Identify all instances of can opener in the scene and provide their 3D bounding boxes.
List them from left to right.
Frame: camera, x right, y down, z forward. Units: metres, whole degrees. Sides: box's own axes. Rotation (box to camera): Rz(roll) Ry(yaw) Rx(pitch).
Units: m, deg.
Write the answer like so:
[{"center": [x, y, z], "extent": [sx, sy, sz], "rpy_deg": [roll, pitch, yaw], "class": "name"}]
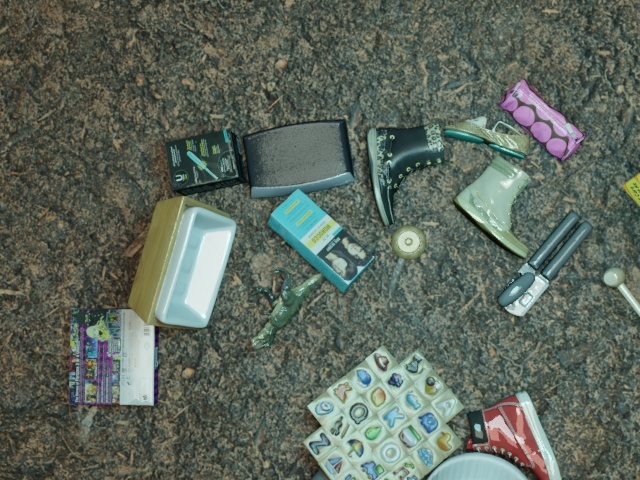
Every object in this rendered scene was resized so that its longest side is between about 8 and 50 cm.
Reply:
[{"center": [0.512, 0.056, 1.890], "extent": [0.074, 0.093, 0.280], "rpy_deg": [41, 86, 8], "class": "can opener"}]

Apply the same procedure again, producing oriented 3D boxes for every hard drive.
[{"center": [-0.054, -0.198, 1.976], "extent": [0.255, 0.054, 0.172], "rpy_deg": [-9, 85, 5], "class": "hard drive"}]

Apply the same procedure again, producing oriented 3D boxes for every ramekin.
[{"center": [0.341, 0.614, 1.807], "extent": [0.273, 0.127, 0.272], "rpy_deg": [3, 99, 16], "class": "ramekin"}]

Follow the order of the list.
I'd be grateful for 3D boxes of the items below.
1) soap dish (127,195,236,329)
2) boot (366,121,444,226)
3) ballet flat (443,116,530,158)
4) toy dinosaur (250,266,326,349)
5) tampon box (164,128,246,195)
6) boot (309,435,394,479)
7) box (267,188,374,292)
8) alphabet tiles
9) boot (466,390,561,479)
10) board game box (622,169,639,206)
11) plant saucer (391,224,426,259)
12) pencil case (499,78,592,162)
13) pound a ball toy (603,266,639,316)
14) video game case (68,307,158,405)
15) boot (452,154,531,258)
[{"center": [-0.317, 0.054, 1.906], "extent": [0.118, 0.229, 0.290], "rpy_deg": [14, 87, 23], "class": "soap dish"}, {"center": [0.204, -0.159, 1.935], "extent": [0.179, 0.085, 0.236], "rpy_deg": [-8, 84, 2], "class": "boot"}, {"center": [0.390, -0.250, 1.933], "extent": [0.206, 0.073, 0.067], "rpy_deg": [18, 88, -3], "class": "ballet flat"}, {"center": [-0.087, 0.131, 1.954], "extent": [0.118, 0.064, 0.268], "rpy_deg": [44, 87, -2], "class": "toy dinosaur"}, {"center": [-0.271, -0.184, 1.972], "extent": [0.161, 0.101, 0.120], "rpy_deg": [-11, 84, 5], "class": "tampon box"}, {"center": [0.130, 0.589, 1.876], "extent": [0.338, 0.118, 0.222], "rpy_deg": [30, 80, 0], "class": "boot"}, {"center": [0.000, 0.000, 1.936], "extent": [0.244, 0.060, 0.100], "rpy_deg": [42, 66, 7], "class": "box"}, {"center": [0.145, 0.417, 1.883], "extent": [0.342, 0.011, 0.285], "rpy_deg": [-37, 77, -13], "class": "alphabet tiles"}, {"center": [0.430, 0.483, 1.867], "extent": [0.176, 0.088, 0.244], "rpy_deg": [-24, 77, 5], "class": "boot"}, {"center": [0.923, -0.136, 1.664], "extent": [0.356, 0.356, 0.356], "rpy_deg": [-35, 82, -30], "class": "board game box"}, {"center": [0.208, 0.004, 1.956], "extent": [0.083, 0.015, 0.083], "rpy_deg": [0, 86, 5], "class": "plant saucer"}, {"center": [0.511, -0.280, 1.907], "extent": [0.209, 0.098, 0.095], "rpy_deg": [42, 91, 8], "class": "pencil case"}, {"center": [0.813, 0.136, 1.848], "extent": [0.208, 0.136, 0.319], "rpy_deg": [-41, 82, 27], "class": "pound a ball toy"}, {"center": [-0.494, 0.277, 1.988], "extent": [0.210, 0.042, 0.232], "rpy_deg": [-1, 85, 5], "class": "video game case"}, {"center": [0.434, -0.077, 1.912], "extent": [0.213, 0.077, 0.165], "rpy_deg": [43, 88, 7], "class": "boot"}]
